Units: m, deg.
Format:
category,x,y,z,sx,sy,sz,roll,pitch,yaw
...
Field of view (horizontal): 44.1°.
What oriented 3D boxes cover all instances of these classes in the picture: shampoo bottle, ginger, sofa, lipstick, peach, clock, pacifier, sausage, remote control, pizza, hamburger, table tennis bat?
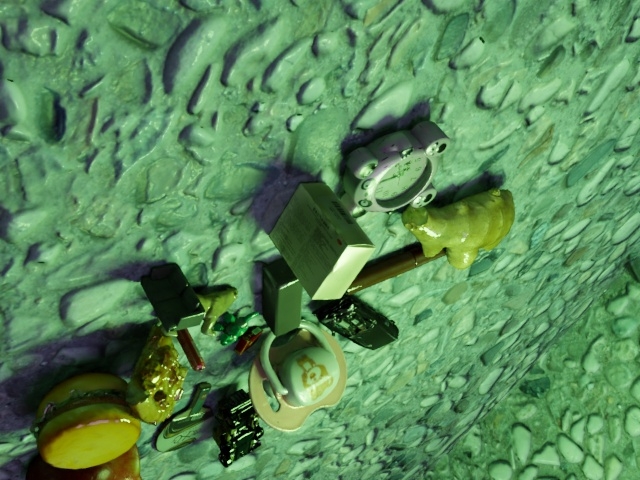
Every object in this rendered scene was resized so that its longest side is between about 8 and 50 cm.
category,x,y,z,sx,sy,sz,roll,pitch,yaw
shampoo bottle,-0.095,0.152,1.966,0.079,0.080,0.246,-21,144,-21
ginger,0.366,-0.034,2.146,0.376,0.166,0.236,-5,145,-18
sofa,-0.311,0.116,1.661,0.085,0.147,0.060,-10,142,-36
lipstick,0.206,0.069,2.167,0.357,0.057,0.057,-21,144,-23
peach,-0.589,0.598,1.971,0.275,0.245,0.248,-6,108,-24
clock,0.168,-0.156,1.827,0.248,0.090,0.227,-19,143,-23
pacifier,-0.069,0.370,2.129,0.332,0.220,0.273,-25,147,-39
sausage,-0.305,0.261,1.861,0.034,0.129,0.034,-23,144,-18
remote control,0.116,0.244,2.255,0.145,0.062,0.399,-27,152,15
pizza,-0.361,0.303,1.799,0.335,0.086,0.226,21,75,-84
hamburger,-0.530,0.394,1.781,0.246,0.170,0.246,-14,143,-11
table tennis bat,-0.364,0.495,2.196,0.173,0.022,0.301,-6,138,-40

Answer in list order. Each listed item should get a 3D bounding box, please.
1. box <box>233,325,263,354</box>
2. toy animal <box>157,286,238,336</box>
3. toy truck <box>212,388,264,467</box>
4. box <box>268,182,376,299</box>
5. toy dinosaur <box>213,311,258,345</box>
category,x,y,z,sx,sy,sz,roll,pitch,yaw
box,-0.186,0.257,2.035,0.051,0.023,0.082,-58,167,27
toy animal,-0.277,0.156,1.810,0.219,0.103,0.101,6,104,-41
toy truck,-0.239,0.519,2.246,0.127,0.127,0.257,-23,145,-33
box,0.000,0.000,1.749,0.095,0.212,0.168,0,133,-42
toy dinosaur,-0.210,0.218,1.974,0.132,0.059,0.096,-37,160,9
